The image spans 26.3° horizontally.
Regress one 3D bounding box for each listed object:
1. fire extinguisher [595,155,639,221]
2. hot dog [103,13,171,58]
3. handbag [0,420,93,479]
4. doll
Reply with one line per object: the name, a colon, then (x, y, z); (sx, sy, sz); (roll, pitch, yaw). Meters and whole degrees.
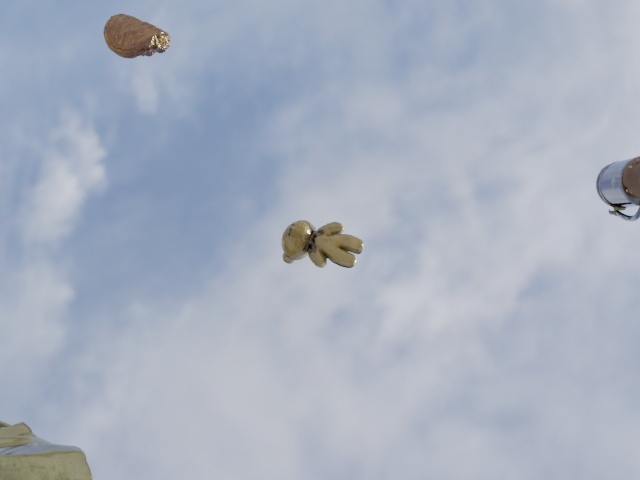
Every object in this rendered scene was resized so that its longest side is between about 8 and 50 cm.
fire extinguisher: (0.269, -0.048, 1.171); (0.043, 0.158, 0.064); (14, -89, 2)
hot dog: (-0.203, -0.225, 1.522); (0.083, 0.035, 0.058); (27, -145, 36)
handbag: (-0.343, 0.200, 1.094); (0.253, 0.109, 0.316); (-4, -179, -31)
doll: (0.002, 0.005, 1.537); (0.093, 0.051, 0.061); (22, -119, 8)
